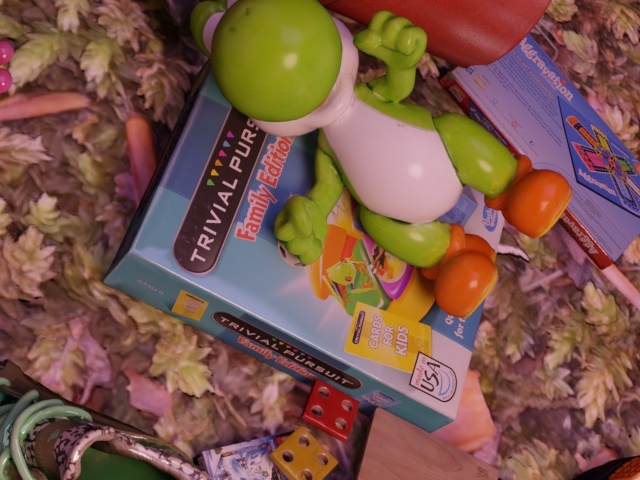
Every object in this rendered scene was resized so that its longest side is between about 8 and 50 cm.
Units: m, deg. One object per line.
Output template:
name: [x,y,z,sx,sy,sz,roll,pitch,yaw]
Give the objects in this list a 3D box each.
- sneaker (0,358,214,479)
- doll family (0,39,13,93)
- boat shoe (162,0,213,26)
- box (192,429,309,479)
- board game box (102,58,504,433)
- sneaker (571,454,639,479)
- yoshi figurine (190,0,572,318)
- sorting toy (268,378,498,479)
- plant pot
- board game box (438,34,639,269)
sneaker: [-0.193,0.154,0.861,0.410,0.182,0.158,27,52,3]
doll family: [-0.339,-0.247,1.009,0.118,0.163,0.263,-6,69,8]
boat shoe: [-0.184,-0.356,1.173,0.119,0.121,0.335,-31,70,-9]
box: [-0.046,0.239,1.023,0.094,0.027,0.137,-8,71,-30]
board game box: [0.000,0.000,1.132,0.336,0.079,0.253,28,56,-15]
sneaker: [0.264,0.306,1.135,0.262,0.099,0.121,-34,94,-29]
yoshi figurine: [0.032,-0.094,1.031,0.362,0.203,0.203,39,60,-4]
sorting toy: [0.076,0.233,1.066,0.275,0.046,0.132,28,43,-9]
plant pot: [0.097,-0.324,1.246,0.265,0.272,0.272,24,57,-28]
board game box: [0.272,-0.114,1.371,0.281,0.027,0.145,49,55,0]
